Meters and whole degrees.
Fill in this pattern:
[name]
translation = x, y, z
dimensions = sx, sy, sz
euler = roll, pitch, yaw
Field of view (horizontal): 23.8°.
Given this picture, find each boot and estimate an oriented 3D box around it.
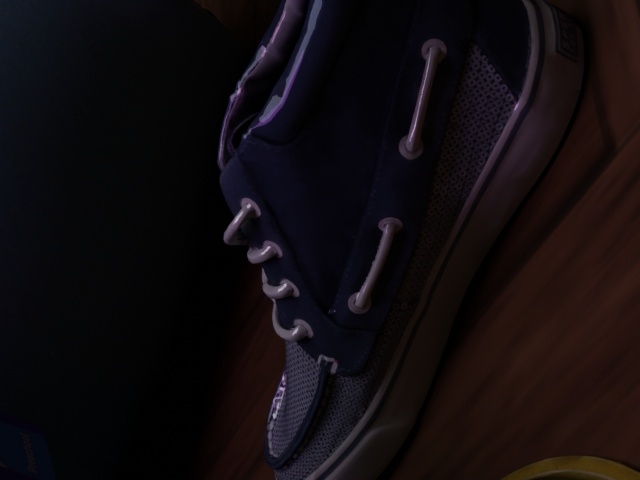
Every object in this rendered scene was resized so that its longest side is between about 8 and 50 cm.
[boot]
translation = 0.000, 0.000, 0.466
dimensions = 0.069, 0.086, 0.190
euler = -108, 37, -57

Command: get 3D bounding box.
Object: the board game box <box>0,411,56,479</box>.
[board game box]
translation = -0.165, 0.230, 0.366
dimensions = 0.347, 0.078, 0.233
euler = -57, 29, 12

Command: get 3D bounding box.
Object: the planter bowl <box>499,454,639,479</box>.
[planter bowl]
translation = 0.006, 0.148, 0.340
dimensions = 0.217, 0.090, 0.217
euler = -165, 90, -70

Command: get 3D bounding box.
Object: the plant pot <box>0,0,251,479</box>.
[plant pot]
translation = -0.168, -0.021, 0.727
dimensions = 0.255, 0.272, 0.271
euler = -61, 18, -6
